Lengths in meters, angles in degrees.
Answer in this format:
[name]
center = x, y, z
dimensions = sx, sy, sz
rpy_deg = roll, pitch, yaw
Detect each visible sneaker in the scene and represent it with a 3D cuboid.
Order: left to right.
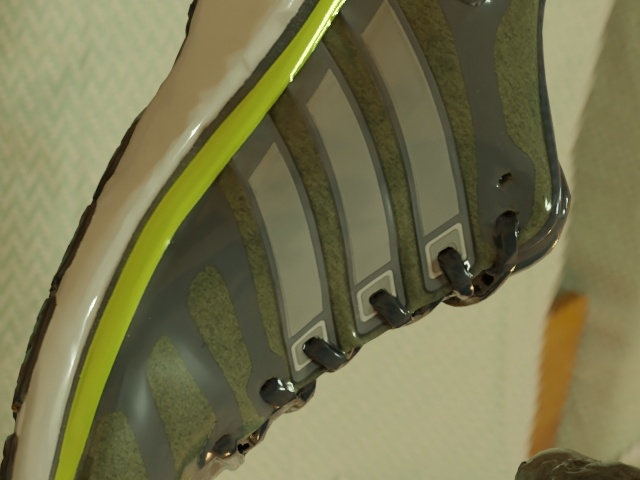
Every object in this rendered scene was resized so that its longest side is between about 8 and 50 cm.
[sneaker]
center = 0.000, 0.000, 0.509
dimensions = 0.111, 0.121, 0.300
rpy_deg = 145, -31, -85

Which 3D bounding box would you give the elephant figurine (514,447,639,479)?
[elephant figurine]
center = 0.102, 0.216, 0.701
dimensions = 0.239, 0.169, 0.186
rpy_deg = -62, -175, -10
